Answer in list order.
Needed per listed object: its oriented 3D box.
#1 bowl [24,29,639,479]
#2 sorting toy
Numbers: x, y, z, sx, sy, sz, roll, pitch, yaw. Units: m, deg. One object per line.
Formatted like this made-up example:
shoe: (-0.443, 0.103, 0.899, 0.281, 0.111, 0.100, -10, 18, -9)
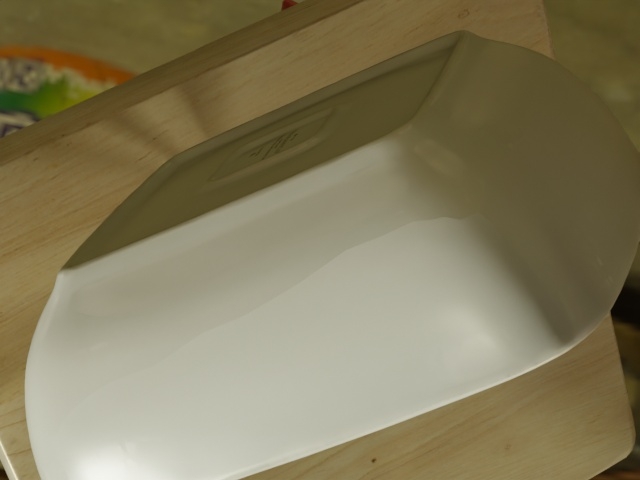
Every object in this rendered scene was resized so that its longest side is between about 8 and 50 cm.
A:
bowl: (0.000, 0.000, 0.410, 0.142, 0.142, 0.053, -22, 105, 21)
sorting toy: (-0.018, 0.027, 0.717, 0.089, 0.257, 0.255, 38, 150, 56)
